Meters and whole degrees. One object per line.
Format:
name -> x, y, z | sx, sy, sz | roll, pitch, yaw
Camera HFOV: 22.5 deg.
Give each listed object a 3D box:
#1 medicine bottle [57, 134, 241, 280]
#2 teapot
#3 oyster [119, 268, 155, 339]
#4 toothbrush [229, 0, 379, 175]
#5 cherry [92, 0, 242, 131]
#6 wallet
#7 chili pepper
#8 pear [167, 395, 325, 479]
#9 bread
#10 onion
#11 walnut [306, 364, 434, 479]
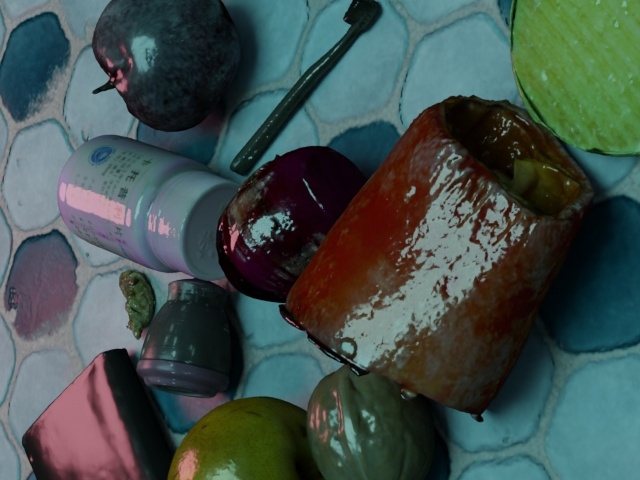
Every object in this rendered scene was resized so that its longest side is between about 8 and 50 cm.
medicine bottle -> -0.207, -0.041, 2.041 | 0.254, 0.152, 0.152 | 18, 96, 44
teapot -> -0.160, 0.121, 2.020 | 0.116, 0.148, 0.146 | 8, 77, 9
oyster -> -0.257, 0.081, 2.146 | 0.083, 0.038, 0.080 | 30, 106, 40
toothbrush -> -0.026, -0.186, 1.980 | 0.297, 0.031, 0.030 | -49, 28, 28
cherry -> -0.190, -0.238, 2.045 | 0.195, 0.195, 0.195 | -8, 78, 42
wallet -> -0.253, 0.360, 2.083 | 0.228, 0.062, 0.406 | -47, 54, 28
chili pepper -> 0.129, 0.012, 1.671 | 0.305, 0.229, 0.251 | -62, 30, 18
pear -> -0.080, 0.284, 1.841 | 0.209, 0.209, 0.208 | -8, 78, 42
bread -> 0.321, -0.223, 1.644 | 0.301, 0.045, 0.301 | -8, 77, 40
onion -> 0.000, 0.000, 1.838 | 0.218, 0.195, 0.140 | 47, 134, 1
walnut -> 0.056, 0.209, 1.768 | 0.140, 0.140, 0.162 | -23, 81, 39
